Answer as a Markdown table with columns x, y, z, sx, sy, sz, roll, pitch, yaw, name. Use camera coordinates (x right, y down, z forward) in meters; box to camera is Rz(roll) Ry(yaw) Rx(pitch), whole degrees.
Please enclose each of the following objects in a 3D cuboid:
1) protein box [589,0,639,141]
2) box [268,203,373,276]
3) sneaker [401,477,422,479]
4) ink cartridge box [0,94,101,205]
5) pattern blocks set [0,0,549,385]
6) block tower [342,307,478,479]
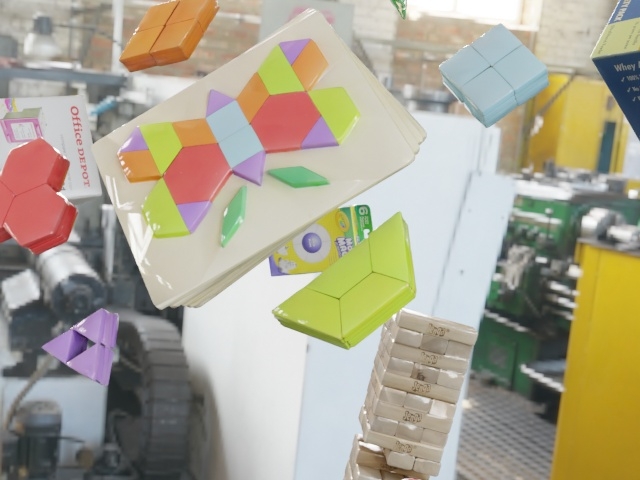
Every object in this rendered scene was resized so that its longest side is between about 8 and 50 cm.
| x | y | z | sx | sy | sz | roll | pitch | yaw | name |
| --- | --- | --- | --- | --- | --- | --- | --- | --- | --- |
| 0.388 | -0.147 | 0.867 | 0.199 | 0.136 | 0.201 | -1 | -41 | 48 | protein box |
| 0.000 | 0.000 | 1.614 | 0.179 | 0.105 | 0.043 | -7 | 5 | 16 | box |
| 0.081 | 0.249 | 0.579 | 0.088 | 0.225 | 0.092 | -17 | -1 | 44 | sneaker |
| -0.248 | -0.069 | 0.797 | 0.122 | 0.089 | 0.052 | -10 | -2 | -39 | ink cartridge box |
| -0.046 | -0.053 | 0.583 | 0.285 | 0.325 | 0.026 | 43 | -7 | 32 | pattern blocks set |
| 0.083 | 0.241 | 1.109 | 0.090 | 0.336 | 0.097 | 15 | 8 | -6 | block tower |
